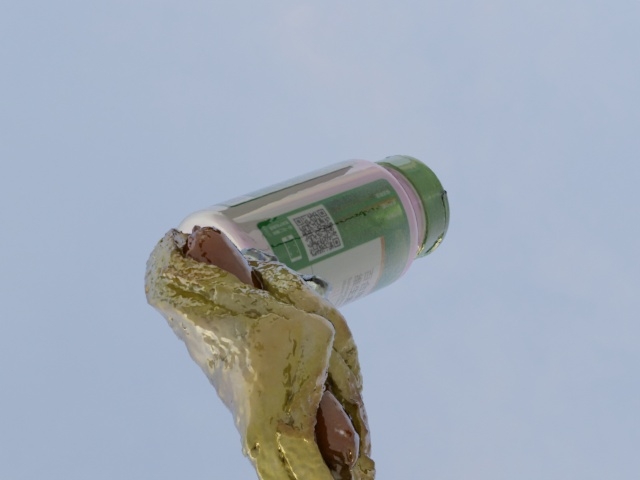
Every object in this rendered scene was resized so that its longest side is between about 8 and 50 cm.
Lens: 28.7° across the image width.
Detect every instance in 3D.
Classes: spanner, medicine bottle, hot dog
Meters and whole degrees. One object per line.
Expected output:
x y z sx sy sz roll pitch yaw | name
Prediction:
-0.040 0.046 0.881 0.071 0.302 0.017 24 -103 -5 | spanner
0.000 0.000 1.178 0.274 0.133 0.133 -23 -102 -42 | medicine bottle
-0.017 0.050 0.542 0.061 0.078 0.169 -44 -111 18 | hot dog
